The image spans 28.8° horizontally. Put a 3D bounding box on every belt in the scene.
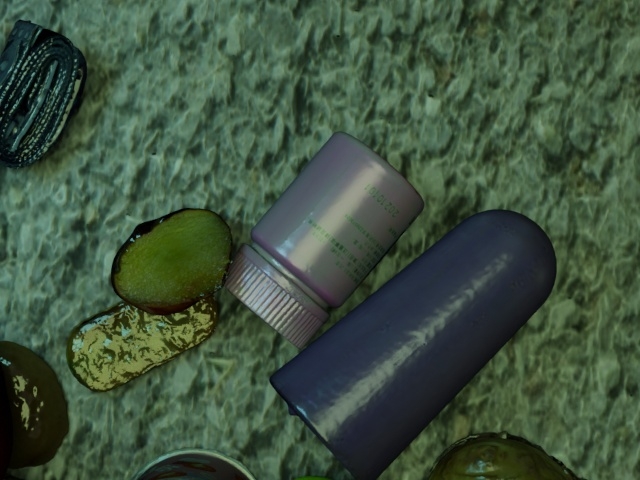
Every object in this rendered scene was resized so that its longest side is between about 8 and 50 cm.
[{"bbox_3d":[-0.450,-0.219,1.899,0.122,0.128,0.218,28,88,-34],"label":"belt"}]

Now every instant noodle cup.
[{"bbox_3d":[-0.198,0.425,1.783,0.243,0.231,0.242,0,84,2],"label":"instant noodle cup"}]

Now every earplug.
[{"bbox_3d":[0.156,0.135,1.821,0.456,0.215,0.215,-42,86,-6],"label":"earplug"}]

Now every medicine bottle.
[{"bbox_3d":[0.000,0.000,1.839,0.178,0.178,0.290,39,88,4],"label":"medicine bottle"}]

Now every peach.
[{"bbox_3d":[-0.201,0.042,1.838,0.189,0.279,0.068,-49,128,-10],"label":"peach"}]

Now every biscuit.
[{"bbox_3d":[-0.273,0.141,1.908,0.247,0.029,0.118,-27,88,-2],"label":"biscuit"}]

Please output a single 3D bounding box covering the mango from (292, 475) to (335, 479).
[{"bbox_3d":[0.042,0.501,1.810,0.192,0.156,0.343,-28,79,12],"label":"mango"}]

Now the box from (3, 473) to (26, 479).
[{"bbox_3d":[-0.446,0.478,1.867,0.141,0.064,0.220,15,84,2],"label":"box"}]

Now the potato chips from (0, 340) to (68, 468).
[{"bbox_3d":[-0.469,0.251,1.894,0.150,0.049,0.201,-16,91,5],"label":"potato chips"}]

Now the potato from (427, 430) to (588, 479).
[{"bbox_3d":[0.303,0.480,1.742,0.290,0.296,0.397,-3,87,-1],"label":"potato"}]

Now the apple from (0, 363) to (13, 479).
[{"bbox_3d":[-0.596,0.283,1.768,0.295,0.328,0.365,25,111,-18],"label":"apple"}]
